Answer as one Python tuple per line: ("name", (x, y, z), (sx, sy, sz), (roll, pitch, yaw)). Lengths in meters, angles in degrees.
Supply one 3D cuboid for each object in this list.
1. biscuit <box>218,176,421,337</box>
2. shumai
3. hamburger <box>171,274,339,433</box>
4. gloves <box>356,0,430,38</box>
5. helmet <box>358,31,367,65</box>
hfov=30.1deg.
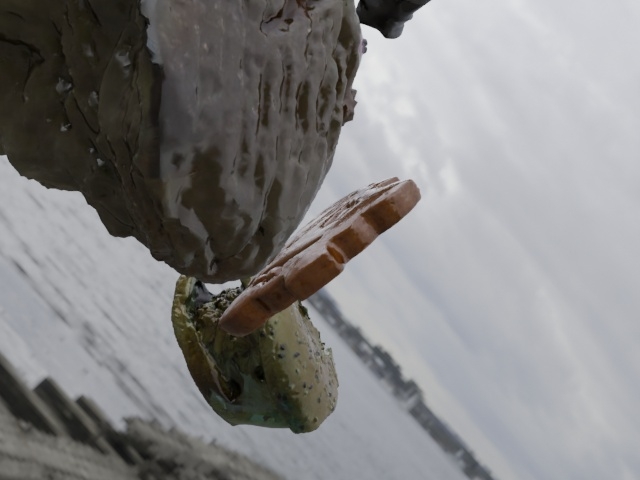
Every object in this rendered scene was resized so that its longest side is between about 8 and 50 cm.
("biscuit", (0.000, 0.000, 1.424), (0.043, 0.284, 0.306), (50, 12, -8))
("shumai", (-0.135, -0.141, 0.909), (0.283, 0.217, 0.346), (4, -73, 43))
("hamburger", (-0.089, 0.164, 1.689), (0.192, 0.167, 0.288), (-94, 158, -56))
("gloves", (0.146, -0.382, 1.605), (0.119, 0.285, 0.142), (21, 37, -37))
("helmet", (-0.046, -0.281, 1.813), (0.154, 0.253, 0.198), (49, -30, 34))
